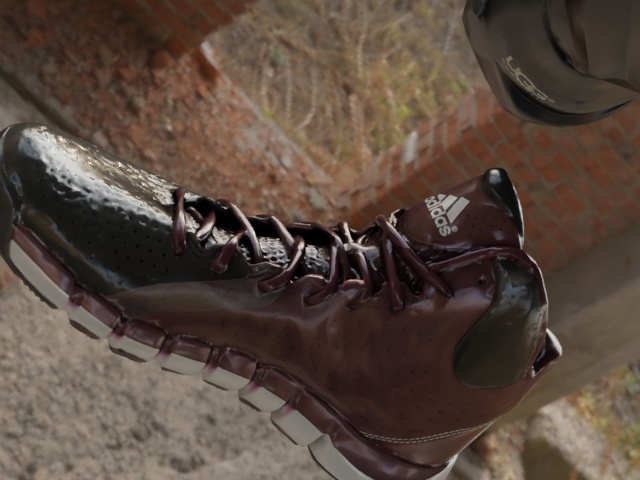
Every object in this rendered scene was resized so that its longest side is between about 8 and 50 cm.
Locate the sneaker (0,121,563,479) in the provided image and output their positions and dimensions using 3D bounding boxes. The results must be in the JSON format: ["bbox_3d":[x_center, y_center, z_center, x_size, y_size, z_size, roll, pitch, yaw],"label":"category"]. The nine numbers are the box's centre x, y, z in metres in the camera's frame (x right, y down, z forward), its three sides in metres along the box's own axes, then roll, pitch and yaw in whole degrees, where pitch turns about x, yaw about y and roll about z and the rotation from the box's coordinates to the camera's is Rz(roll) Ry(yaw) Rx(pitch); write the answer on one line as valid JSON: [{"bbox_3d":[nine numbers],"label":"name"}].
[{"bbox_3d":[0.000,0.000,0.497,0.281,0.162,0.106,35,28,-27],"label":"sneaker"}]

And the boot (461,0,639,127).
[{"bbox_3d":[0.241,-0.173,0.374,0.146,0.367,0.445,44,1,-5],"label":"boot"}]
